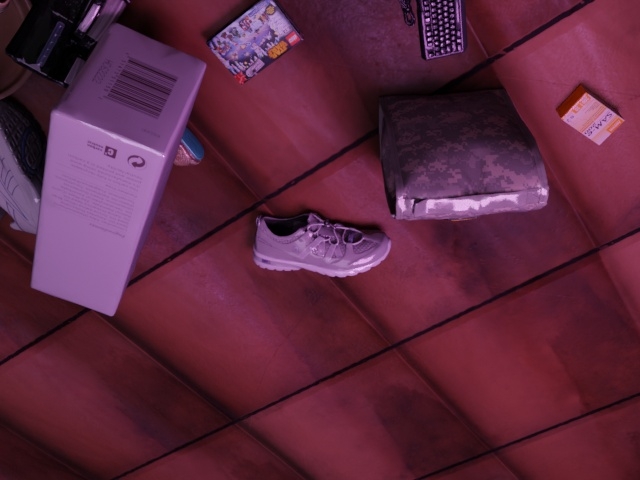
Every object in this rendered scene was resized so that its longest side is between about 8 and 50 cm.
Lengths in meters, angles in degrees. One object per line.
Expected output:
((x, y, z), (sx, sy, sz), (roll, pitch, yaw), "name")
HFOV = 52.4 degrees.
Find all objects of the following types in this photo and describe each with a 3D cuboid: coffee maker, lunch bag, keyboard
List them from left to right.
((-0.409, -0.344, 1.003), (0.171, 0.120, 0.178), (32, 93, -5), "coffee maker")
((0.181, -0.383, 1.057), (0.108, 0.023, 0.180), (-8, 125, 7), "keyboard")
((0.224, -0.124, 1.085), (0.235, 0.287, 0.169), (-4, 126, 2), "lunch bag")

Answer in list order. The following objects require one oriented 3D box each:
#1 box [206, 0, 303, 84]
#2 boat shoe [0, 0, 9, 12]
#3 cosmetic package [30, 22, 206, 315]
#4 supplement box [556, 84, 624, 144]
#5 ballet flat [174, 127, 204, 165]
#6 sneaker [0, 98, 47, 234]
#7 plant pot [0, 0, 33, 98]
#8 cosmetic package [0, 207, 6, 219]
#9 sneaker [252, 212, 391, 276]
((-0.110, -0.337, 1.089), (0.137, 0.027, 0.094), (-31, 121, 21), "box")
((-0.487, -0.429, 0.971), (0.063, 0.059, 0.170), (-14, 107, -40), "boat shoe")
((-0.346, -0.096, 1.083), (0.161, 0.230, 0.453), (21, 138, -12), "cosmetic package")
((0.482, -0.223, 1.163), (0.098, 0.036, 0.062), (27, 123, -19), "supplement box")
((-0.289, -0.212, 1.160), (0.067, 0.073, 0.206), (-17, 123, 23), "ballet flat")
((-0.569, -0.121, 1.209), (0.129, 0.111, 0.297), (0, 126, 8), "sneaker")
((-0.578, -0.330, 1.018), (0.110, 0.237, 0.237), (10, 141, 47), "plant pot")
((-0.710, -0.083, 1.205), (0.151, 0.151, 0.184), (-2, 127, 3), "cosmetic package")
((0.000, 0.000, 1.290), (0.281, 0.105, 0.115), (-2, 127, 2), "sneaker")
